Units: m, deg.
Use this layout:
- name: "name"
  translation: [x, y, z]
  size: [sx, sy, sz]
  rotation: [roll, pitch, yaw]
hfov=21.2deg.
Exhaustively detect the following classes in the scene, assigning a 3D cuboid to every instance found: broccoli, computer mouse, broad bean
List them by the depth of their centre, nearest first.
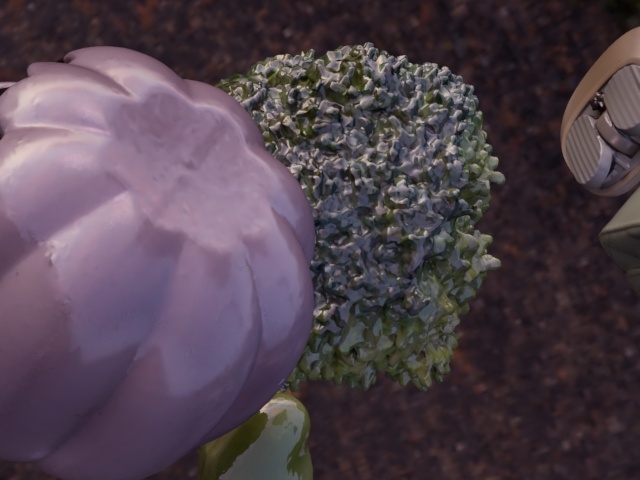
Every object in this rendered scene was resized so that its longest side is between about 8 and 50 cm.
- name: "broad bean"
  translation: [-0.030, 0.112, 0.814]
  size: [0.063, 0.045, 0.083]
  rotation: [4, 88, -41]
- name: "broccoli"
  translation: [0.000, 0.001, 1.240]
  size: [0.235, 0.288, 0.260]
  rotation: [-99, 176, -63]
- name: "computer mouse"
  translation: [0.303, -0.136, 1.717]
  size: [0.082, 0.145, 0.236]
  rotation: [35, 29, -8]

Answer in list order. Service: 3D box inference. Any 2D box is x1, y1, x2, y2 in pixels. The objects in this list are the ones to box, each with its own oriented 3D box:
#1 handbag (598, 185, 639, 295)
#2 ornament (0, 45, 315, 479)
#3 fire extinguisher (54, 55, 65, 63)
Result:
- name: "handbag"
  translation: [0.338, 0.038, 1.253]
  size: [0.219, 0.256, 0.079]
  rotation: [44, 72, -10]
- name: "ornament"
  translation: [-0.094, 0.014, 0.709]
  size: [0.177, 0.177, 0.177]
  rotation: [15, 63, -32]
- name: "fire extinguisher"
  translation: [-0.148, -0.025, 1.606]
  size: [0.105, 0.141, 0.341]
  rotation: [-48, 113, -4]
